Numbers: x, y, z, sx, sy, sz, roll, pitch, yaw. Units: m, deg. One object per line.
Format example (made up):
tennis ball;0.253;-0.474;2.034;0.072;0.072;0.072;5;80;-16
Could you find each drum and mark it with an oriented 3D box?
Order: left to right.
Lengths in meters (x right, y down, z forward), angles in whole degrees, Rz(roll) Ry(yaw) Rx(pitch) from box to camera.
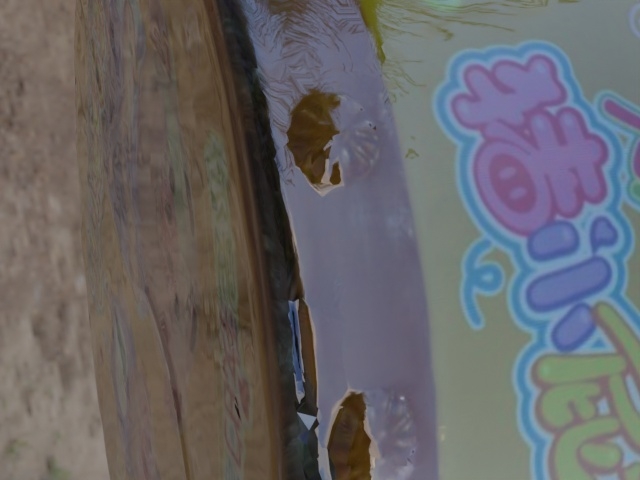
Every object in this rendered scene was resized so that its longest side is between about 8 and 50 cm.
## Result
drum;0.029;0.028;0.634;0.431;0.214;0.431;173;-90;-74
